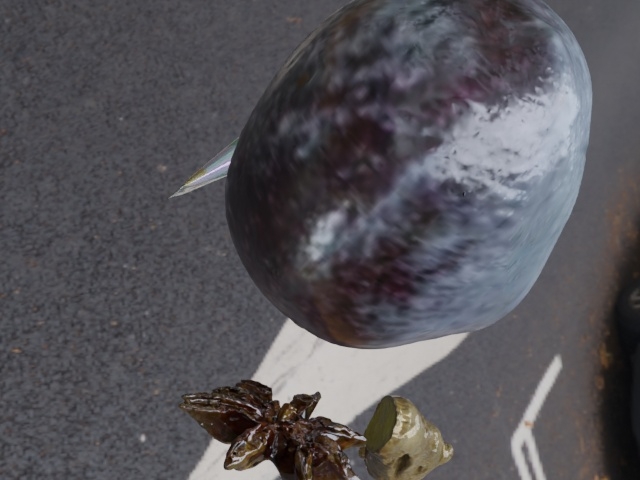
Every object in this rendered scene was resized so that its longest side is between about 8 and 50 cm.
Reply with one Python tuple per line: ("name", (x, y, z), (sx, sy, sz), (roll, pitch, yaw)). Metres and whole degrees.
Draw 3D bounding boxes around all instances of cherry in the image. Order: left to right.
("cherry", (0.063, -0.046, 0.588), (0.255, 0.296, 0.218), (-15, 59, -35))

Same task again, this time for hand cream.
("hand cream", (-0.152, -0.114, 1.297), (0.174, 0.076, 0.047), (-35, 95, -24))

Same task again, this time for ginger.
("ginger", (0.155, 0.390, 1.636), (0.354, 0.190, 0.126), (67, 28, -60))

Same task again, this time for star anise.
("star anise", (-0.063, 0.264, 1.198), (0.288, 0.288, 0.088), (0, 114, -54))
